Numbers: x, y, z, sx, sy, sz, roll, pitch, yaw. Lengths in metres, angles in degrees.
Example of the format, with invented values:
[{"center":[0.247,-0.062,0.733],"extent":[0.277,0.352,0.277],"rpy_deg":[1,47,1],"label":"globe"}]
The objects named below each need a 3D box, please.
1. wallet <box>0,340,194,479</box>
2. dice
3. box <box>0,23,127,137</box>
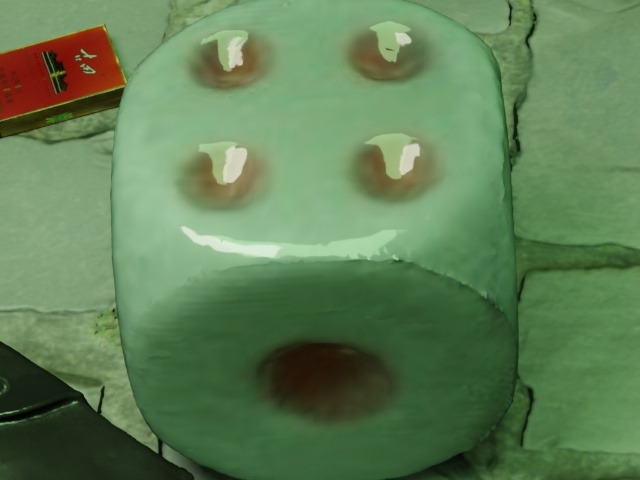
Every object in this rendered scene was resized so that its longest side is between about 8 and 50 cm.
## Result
[{"center":[-0.272,0.157,1.253],"extent":[0.377,0.051,0.197],"rpy_deg":[32,59,20],"label":"wallet"},{"center":[0.000,0.000,1.236],"extent":[0.268,0.264,0.262],"rpy_deg":[-4,48,3],"label":"dice"},{"center":[-0.244,-0.142,1.546],"extent":[0.133,0.023,0.090],"rpy_deg":[-16,51,-8],"label":"box"}]
